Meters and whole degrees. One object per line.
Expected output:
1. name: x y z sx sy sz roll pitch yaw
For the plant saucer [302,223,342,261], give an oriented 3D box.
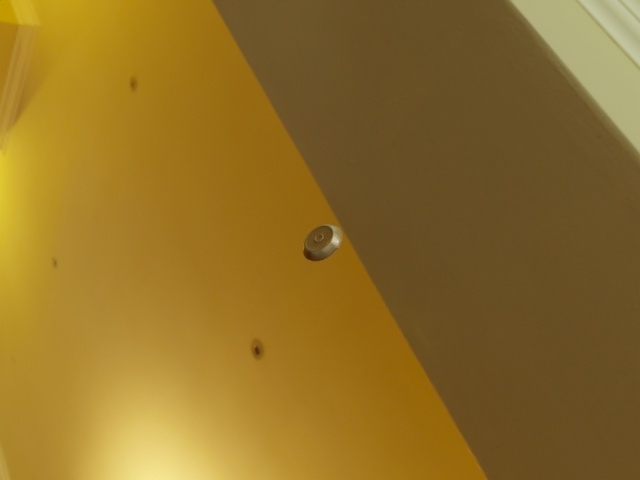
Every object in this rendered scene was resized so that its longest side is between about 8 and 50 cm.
1. plant saucer: 0.000 0.000 0.991 0.083 0.015 0.083 -19 -135 21
